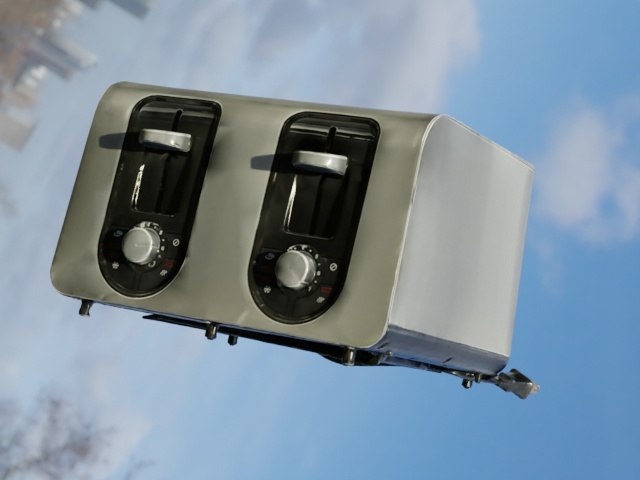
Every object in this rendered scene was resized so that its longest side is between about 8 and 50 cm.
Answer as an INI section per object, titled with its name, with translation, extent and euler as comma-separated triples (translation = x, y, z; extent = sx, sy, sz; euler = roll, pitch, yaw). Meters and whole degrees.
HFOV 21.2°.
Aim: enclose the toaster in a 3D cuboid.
[toaster]
translation = 0.000, 0.000, 0.778
extent = 0.185, 0.168, 0.110
euler = 19, 81, -62
